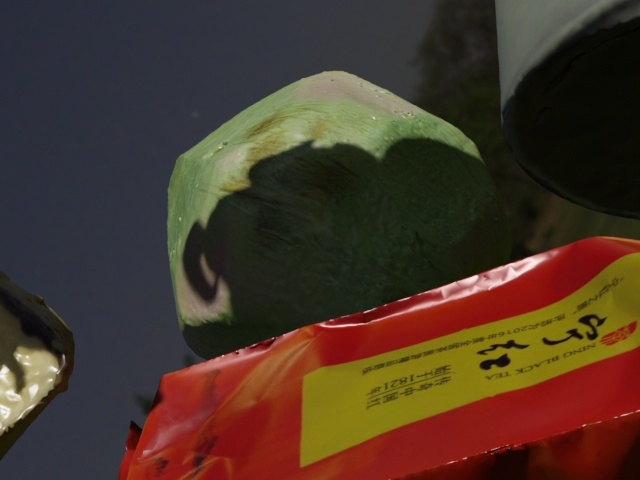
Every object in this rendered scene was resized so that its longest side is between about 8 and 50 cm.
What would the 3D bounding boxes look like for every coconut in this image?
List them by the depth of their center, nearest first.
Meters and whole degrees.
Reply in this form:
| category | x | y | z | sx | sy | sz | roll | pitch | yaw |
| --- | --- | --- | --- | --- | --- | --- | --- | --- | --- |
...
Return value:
| category | x | y | z | sx | sy | sz | roll | pitch | yaw |
| --- | --- | --- | --- | --- | --- | --- | --- | --- | --- |
| coconut | 0.000 | 0.000 | 1.530 | 0.281 | 0.328 | 0.328 | 80 | -148 | -60 |

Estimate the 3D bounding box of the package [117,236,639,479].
| category | x | y | z | sx | sy | sz | roll | pitch | yaw |
| --- | --- | --- | --- | --- | --- | --- | --- | --- | --- |
| package | 0.094 | 0.096 | 0.797 | 0.196 | 0.424 | 0.123 | -89 | -24 | -63 |

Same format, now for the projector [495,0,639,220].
| category | x | y | z | sx | sy | sz | roll | pitch | yaw |
| --- | --- | --- | --- | --- | --- | --- | --- | --- | --- |
| projector | 0.089 | -0.172 | 0.411 | 0.108 | 0.108 | 0.337 | 104 | 167 | -62 |

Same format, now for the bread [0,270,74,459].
| category | x | y | z | sx | sy | sz | roll | pitch | yaw |
| --- | --- | --- | --- | --- | --- | --- | --- | --- | --- |
| bread | -0.253 | 0.130 | 0.949 | 0.266 | 0.178 | 0.142 | -49 | -43 | -4 |
